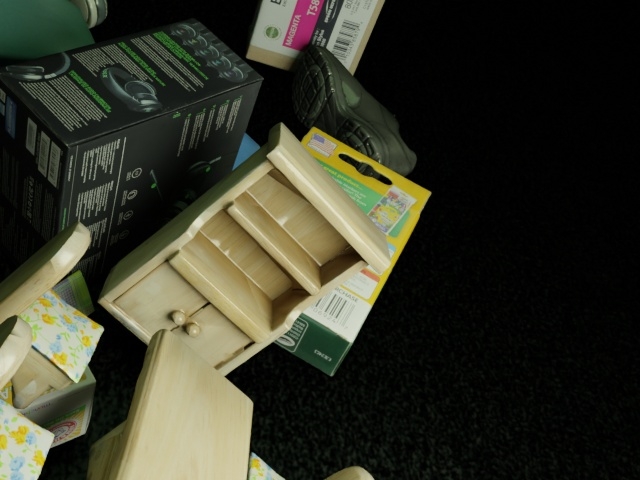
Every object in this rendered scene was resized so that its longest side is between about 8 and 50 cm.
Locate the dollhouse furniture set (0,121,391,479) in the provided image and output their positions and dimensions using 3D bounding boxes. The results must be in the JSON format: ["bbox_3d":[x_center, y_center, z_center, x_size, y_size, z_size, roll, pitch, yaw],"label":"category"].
[{"bbox_3d":[-0.077,0.106,0.651,0.362,0.256,0.394,45,19,-22],"label":"dollhouse furniture set"}]

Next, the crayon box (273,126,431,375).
[{"bbox_3d":[0.000,0.000,1.012,0.203,0.083,0.323,30,44,5],"label":"crayon box"}]

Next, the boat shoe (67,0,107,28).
[{"bbox_3d":[-0.405,-0.455,1.241,0.099,0.116,0.319,-18,53,-32],"label":"boat shoe"}]

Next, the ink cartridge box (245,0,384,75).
[{"bbox_3d":[-0.004,-0.392,1.274,0.193,0.234,0.088,13,44,-12],"label":"ink cartridge box"}]

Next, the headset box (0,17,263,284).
[{"bbox_3d":[-0.221,-0.101,0.888,0.131,0.246,0.283,43,47,17],"label":"headset box"}]

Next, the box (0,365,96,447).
[{"bbox_3d":[-0.327,0.149,0.705,0.203,0.103,0.114,-18,58,-36],"label":"box"}]

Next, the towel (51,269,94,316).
[{"bbox_3d":[-0.286,0.075,0.831,0.009,0.060,0.083,14,36,33],"label":"towel"}]

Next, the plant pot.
[{"bbox_3d":[-0.419,-0.243,0.983,0.234,0.165,0.165,-8,64,-48],"label":"plant pot"}]

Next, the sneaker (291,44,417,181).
[{"bbox_3d":[0.051,-0.198,1.227,0.130,0.109,0.286,-4,57,-40],"label":"sneaker"}]

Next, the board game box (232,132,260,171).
[{"bbox_3d":[-0.170,-0.140,1.107,0.169,0.033,0.133,44,41,12],"label":"board game box"}]
